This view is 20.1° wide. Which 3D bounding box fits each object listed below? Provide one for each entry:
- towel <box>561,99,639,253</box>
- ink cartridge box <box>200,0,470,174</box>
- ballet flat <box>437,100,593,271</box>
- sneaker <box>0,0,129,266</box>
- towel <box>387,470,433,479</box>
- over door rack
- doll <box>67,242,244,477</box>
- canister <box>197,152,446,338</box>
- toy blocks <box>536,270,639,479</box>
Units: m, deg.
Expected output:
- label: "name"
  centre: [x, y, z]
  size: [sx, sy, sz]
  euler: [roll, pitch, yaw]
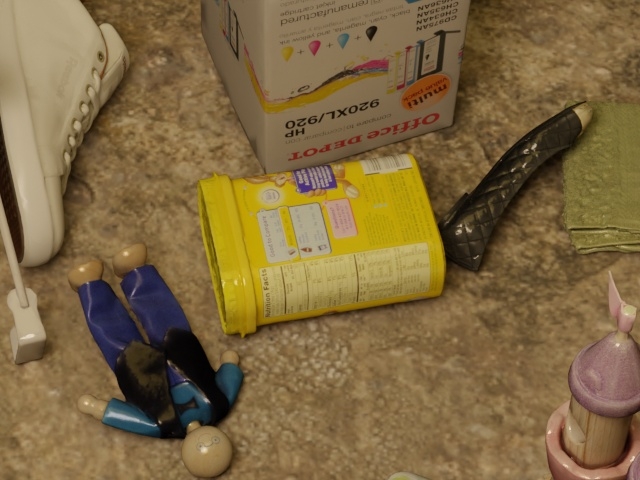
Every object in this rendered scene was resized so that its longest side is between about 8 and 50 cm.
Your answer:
- label: "towel"
  centre: [0.245, -0.052, 1.446]
  size: [0.110, 0.027, 0.148]
  euler: [1, 56, 2]
- label: "ink cartridge box"
  centre: [0.009, -0.196, 1.420]
  size: [0.171, 0.232, 0.168]
  euler: [-16, 59, -12]
- label: "ballet flat"
  centre: [0.156, -0.045, 1.425]
  size: [0.049, 0.057, 0.173]
  euler: [45, 77, 3]
- label: "sneaker"
  centre: [-0.205, -0.114, 1.438]
  size: [0.123, 0.106, 0.290]
  euler: [0, 61, -17]
- label: "towel"
  centre: [0.116, 0.361, 1.006]
  size: [0.320, 0.090, 0.374]
  euler: [22, 95, 14]
- label: "over door rack"
  centre: [-0.341, -0.046, 1.294]
  size: [0.239, 0.108, 0.324]
  euler: [-13, 86, -16]
- label: "doll"
  centre: [-0.121, 0.095, 1.327]
  size: [0.129, 0.046, 0.189]
  euler: [-21, 64, -25]
- label: "canister"
  centre: [0.000, 0.000, 1.380]
  size: [0.170, 0.073, 0.126]
  euler: [-9, 56, -8]
- label: "toy blocks"
  centre: [0.197, 0.209, 1.121]
  size: [0.309, 0.260, 0.288]
  euler: [-14, 57, -10]
